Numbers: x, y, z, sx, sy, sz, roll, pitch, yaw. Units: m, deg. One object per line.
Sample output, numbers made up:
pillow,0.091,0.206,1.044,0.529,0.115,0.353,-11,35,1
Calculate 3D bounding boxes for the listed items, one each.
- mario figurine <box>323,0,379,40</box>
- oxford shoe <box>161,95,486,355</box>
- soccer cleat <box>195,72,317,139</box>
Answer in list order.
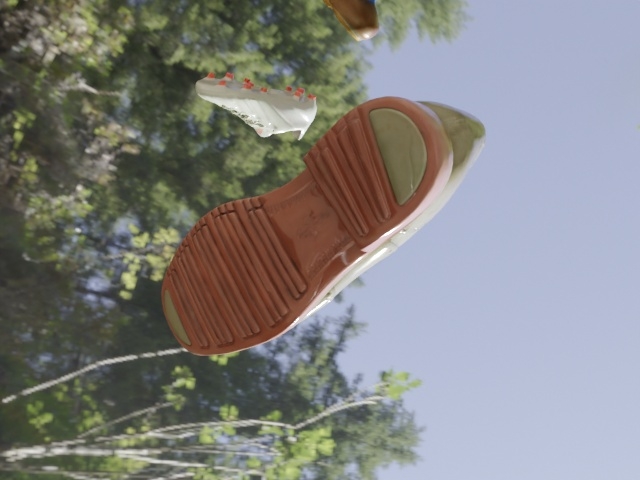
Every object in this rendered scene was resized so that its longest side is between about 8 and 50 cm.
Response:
mario figurine,0.155,-0.326,1.137,0.320,0.170,0.198,-39,-127,19
oxford shoe,0.000,0.000,1.050,0.397,0.147,0.140,-32,-102,36
soccer cleat,-0.090,-0.184,1.518,0.068,0.196,0.076,39,-64,48
